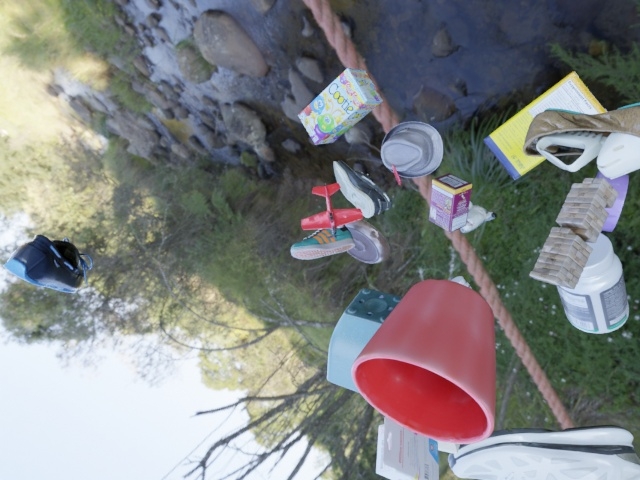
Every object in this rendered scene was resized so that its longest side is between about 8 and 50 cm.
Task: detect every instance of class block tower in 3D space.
[{"bbox_3d":[0.753,-0.016,1.231,0.097,0.336,0.091,31,175,-22],"label":"block tower"}]

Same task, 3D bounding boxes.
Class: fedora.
[{"bbox_3d":[0.371,-0.379,1.779,0.275,0.124,0.244,11,116,31],"label":"fedora"}]

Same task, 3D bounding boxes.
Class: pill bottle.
[{"bbox_3d":[0.943,0.147,1.456,0.204,0.204,0.361,19,152,52],"label":"pill bottle"},{"bbox_3d":[0.612,0.225,1.768,0.137,0.078,0.078,55,163,-8],"label":"pill bottle"}]

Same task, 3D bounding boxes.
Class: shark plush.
[{"bbox_3d":[0.343,-0.049,0.947,0.073,0.067,0.161,28,-168,9],"label":"shark plush"}]

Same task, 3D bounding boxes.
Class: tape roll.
[{"bbox_3d":[0.924,-0.127,1.347,0.080,0.189,0.189,15,157,26],"label":"tape roll"}]

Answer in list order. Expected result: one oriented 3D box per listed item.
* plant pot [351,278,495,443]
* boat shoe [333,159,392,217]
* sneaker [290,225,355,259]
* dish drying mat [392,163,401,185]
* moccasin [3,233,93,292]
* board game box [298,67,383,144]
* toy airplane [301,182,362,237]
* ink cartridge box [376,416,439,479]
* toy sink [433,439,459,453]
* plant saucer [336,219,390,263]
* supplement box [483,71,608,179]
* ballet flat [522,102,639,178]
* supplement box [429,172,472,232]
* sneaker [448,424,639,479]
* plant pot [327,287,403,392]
[{"bbox_3d":[0.235,0.230,0.859,0.274,0.243,0.275,20,139,18],"label":"plant pot"},{"bbox_3d":[0.106,-0.149,1.134,0.233,0.079,0.084,53,160,41],"label":"boat shoe"},{"bbox_3d":[0.000,0.000,1.811,0.108,0.302,0.121,-55,50,54],"label":"sneaker"},{"bbox_3d":[0.285,-0.246,1.555,0.032,0.008,0.083,76,179,-62],"label":"dish drying mat"},{"bbox_3d":[-0.665,0.060,1.071,0.137,0.117,0.342,34,165,-12],"label":"moccasin"},{"bbox_3d":[0.075,-0.511,1.603,0.275,0.144,0.142,-33,85,37],"label":"board game box"},{"bbox_3d":[0.025,-0.076,0.989,0.151,0.151,0.028,34,168,16],"label":"toy airplane"},{"bbox_3d":[0.186,0.482,0.937,0.181,0.104,0.061,35,133,-23],"label":"ink cartridge box"},{"bbox_3d":[0.316,0.431,1.143,0.152,0.234,0.131,-3,117,34],"label":"toy sink"},{"bbox_3d":[0.192,0.010,2.012,0.310,0.050,0.311,29,151,18],"label":"plant saucer"},{"bbox_3d":[0.820,-0.414,1.547,0.194,0.356,0.195,54,-156,4],"label":"supplement box"},{"bbox_3d":[0.517,-0.181,0.769,0.116,0.124,0.342,34,-179,-28],"label":"ballet flat"},{"bbox_3d":[0.223,-0.065,0.716,0.055,0.043,0.083,43,146,47],"label":"supplement box"},{"bbox_3d":[0.551,0.606,0.997,0.447,0.258,0.169,-13,136,15],"label":"sneaker"},{"bbox_3d":[0.173,0.297,1.278,0.247,0.248,0.252,12,123,28],"label":"plant pot"}]
